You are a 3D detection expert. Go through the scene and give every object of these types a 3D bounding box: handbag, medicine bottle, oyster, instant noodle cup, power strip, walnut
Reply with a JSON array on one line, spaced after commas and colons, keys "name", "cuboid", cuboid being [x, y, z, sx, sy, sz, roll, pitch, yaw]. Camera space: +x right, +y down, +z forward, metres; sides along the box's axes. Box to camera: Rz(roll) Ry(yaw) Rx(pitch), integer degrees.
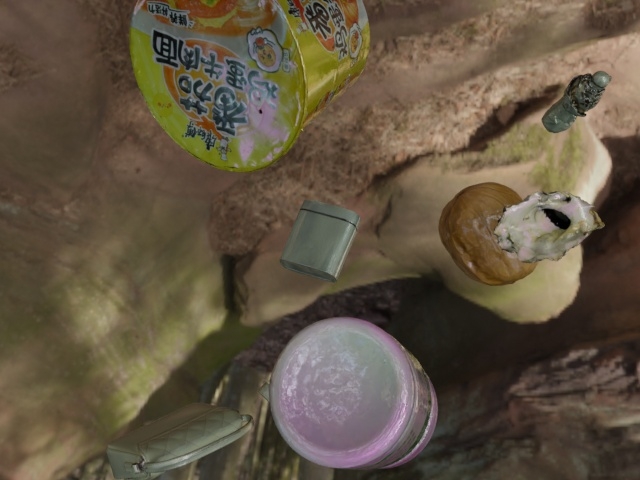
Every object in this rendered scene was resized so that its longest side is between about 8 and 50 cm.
[{"name": "handbag", "cuboid": [-0.253, 0.380, 1.491, 0.219, 0.079, 0.256, -8, -173, 45]}, {"name": "medicine bottle", "cuboid": [0.065, 0.248, 1.231, 0.212, 0.212, 0.325, -3, 162, 14]}, {"name": "oyster", "cuboid": [0.405, -0.030, 1.436, 0.209, 0.133, 0.072, -32, 176, -13]}, {"name": "instant noodle cup", "cuboid": [-0.073, -0.237, 0.984, 0.264, 0.200, 0.264, 17, 124, 27]}, {"name": "power strip", "cuboid": [-0.050, 0.385, 1.685, 0.227, 0.029, 0.080, 41, 168, 20]}, {"name": "walnut", "cuboid": [0.347, -0.009, 1.617, 0.195, 0.195, 0.221, -21, 104, 33]}]

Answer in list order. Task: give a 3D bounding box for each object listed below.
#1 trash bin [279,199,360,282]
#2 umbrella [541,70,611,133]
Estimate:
[{"name": "trash bin", "cuboid": [0.000, 0.000, 1.471, 0.116, 0.130, 0.059, 15, 160, 20]}, {"name": "umbrella", "cuboid": [0.413, -0.223, 1.278, 0.067, 0.062, 0.143, -11, 158, -30]}]
